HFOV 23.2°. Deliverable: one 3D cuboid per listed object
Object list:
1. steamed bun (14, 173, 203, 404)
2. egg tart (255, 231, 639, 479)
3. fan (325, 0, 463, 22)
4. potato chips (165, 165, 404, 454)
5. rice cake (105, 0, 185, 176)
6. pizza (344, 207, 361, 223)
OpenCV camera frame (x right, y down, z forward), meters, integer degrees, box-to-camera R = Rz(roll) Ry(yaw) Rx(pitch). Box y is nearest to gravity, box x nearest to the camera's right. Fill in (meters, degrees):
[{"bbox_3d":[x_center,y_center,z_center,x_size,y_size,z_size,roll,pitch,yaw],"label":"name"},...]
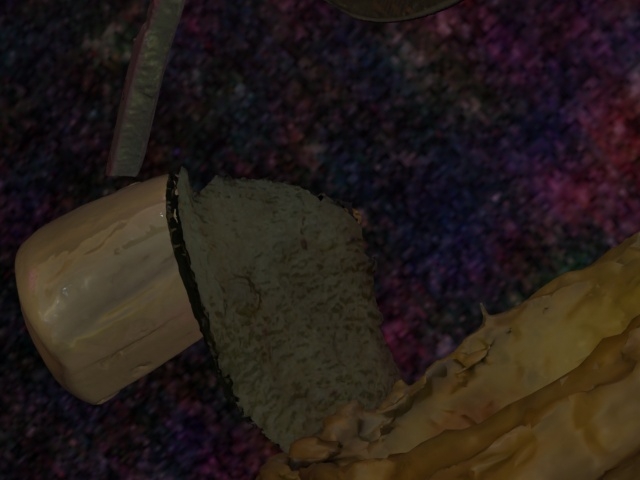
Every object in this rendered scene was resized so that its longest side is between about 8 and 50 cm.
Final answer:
[{"bbox_3d":[-0.191,0.033,1.560,0.225,0.200,0.170,-29,63,-2],"label":"steamed bun"},{"bbox_3d":[0.081,0.052,0.437,0.090,0.212,0.212,56,44,-3],"label":"egg tart"},{"bbox_3d":[0.085,-0.231,0.838,0.012,0.294,0.223,-1,94,-47],"label":"fan"},{"bbox_3d":[-0.008,0.041,0.821,0.209,0.026,0.142,37,61,-30],"label":"potato chips"},{"bbox_3d":[-0.220,-0.203,1.946,0.051,0.290,0.081,17,37,-5],"label":"rice cake"},{"bbox_3d":[0.000,-0.001,1.484,0.025,0.083,0.078,36,57,-39],"label":"pizza"}]
